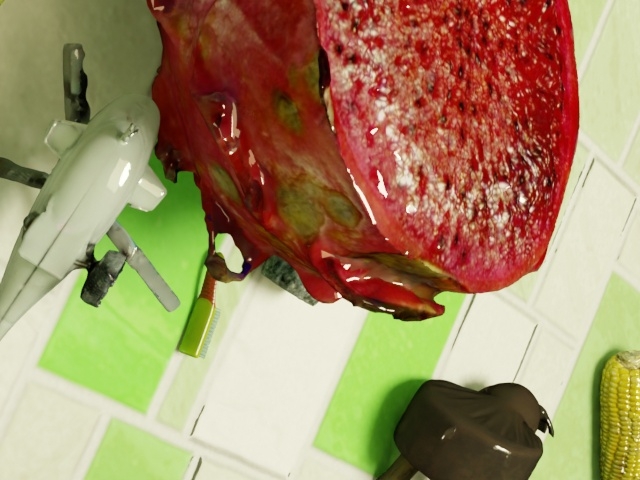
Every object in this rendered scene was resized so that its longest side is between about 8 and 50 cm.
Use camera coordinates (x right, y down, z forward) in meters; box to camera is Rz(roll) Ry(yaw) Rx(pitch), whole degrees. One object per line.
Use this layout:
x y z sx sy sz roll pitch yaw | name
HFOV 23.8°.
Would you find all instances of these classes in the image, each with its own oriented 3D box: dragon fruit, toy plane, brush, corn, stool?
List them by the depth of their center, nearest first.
-0.194 0.020 0.959 0.273 0.107 0.182 -39 101 -3 | toy plane
0.013 -0.136 1.044 0.371 0.249 0.386 -53 126 -47 | dragon fruit
-0.087 0.049 1.170 0.021 0.019 0.083 17 89 -57 | brush
0.138 0.192 1.381 0.217 0.125 0.121 -6 125 -64 | stool
0.333 0.213 1.621 0.072 0.072 0.203 -22 117 -41 | corn

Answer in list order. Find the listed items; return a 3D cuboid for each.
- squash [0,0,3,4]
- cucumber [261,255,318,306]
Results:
-0.217 -0.205 0.879 0.247 0.132 0.132 -58 135 -17 | squash
0.001 -0.002 1.216 0.064 0.064 0.112 41 71 -44 | cucumber
